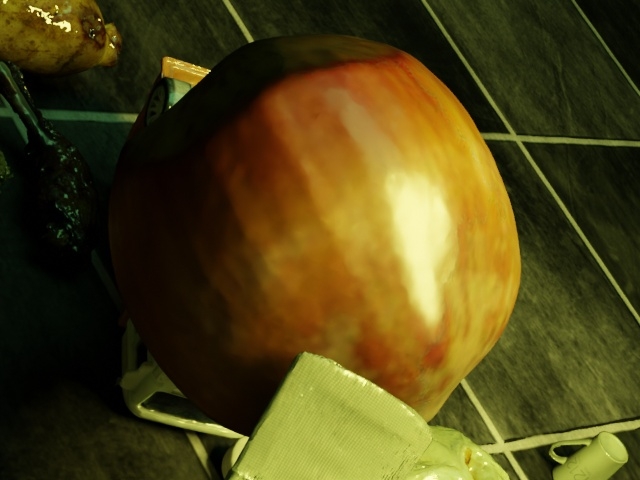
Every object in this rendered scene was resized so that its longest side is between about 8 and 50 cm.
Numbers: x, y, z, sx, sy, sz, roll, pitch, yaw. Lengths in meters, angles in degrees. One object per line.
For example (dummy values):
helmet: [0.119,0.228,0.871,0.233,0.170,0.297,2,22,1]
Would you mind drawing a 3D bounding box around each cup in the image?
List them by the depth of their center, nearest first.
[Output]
cup: [0.322,0.265,2.306,0.054,0.083,0.075,-9,58,-53]

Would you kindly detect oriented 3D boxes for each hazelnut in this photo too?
hazelnut: [-0.004,-0.008,1.679,0.366,0.366,0.365,31,33,-23]

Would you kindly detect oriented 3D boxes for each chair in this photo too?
chair: [-0.064,0.256,1.604,0.160,0.186,0.319,33,76,-20]

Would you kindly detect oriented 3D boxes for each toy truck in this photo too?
toy truck: [-0.119,0.018,1.956,0.173,0.207,0.387,16,46,-23]

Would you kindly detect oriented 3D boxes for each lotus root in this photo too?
lotus root: [-0.327,-0.254,2.111,0.260,0.128,0.145,25,26,-33]

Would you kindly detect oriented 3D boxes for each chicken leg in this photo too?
chicken leg: [-0.286,-0.080,1.998,0.106,0.051,0.253,24,37,-62]

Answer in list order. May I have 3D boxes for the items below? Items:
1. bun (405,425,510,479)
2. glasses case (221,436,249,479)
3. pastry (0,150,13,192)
bun: [0.128,0.277,2.028,0.195,0.118,0.195,29,37,-25]
glasses case: [-0.018,0.271,1.921,0.193,0.049,0.074,41,30,-9]
pastry: [-0.371,-0.080,1.917,0.080,0.056,0.140,60,22,15]
